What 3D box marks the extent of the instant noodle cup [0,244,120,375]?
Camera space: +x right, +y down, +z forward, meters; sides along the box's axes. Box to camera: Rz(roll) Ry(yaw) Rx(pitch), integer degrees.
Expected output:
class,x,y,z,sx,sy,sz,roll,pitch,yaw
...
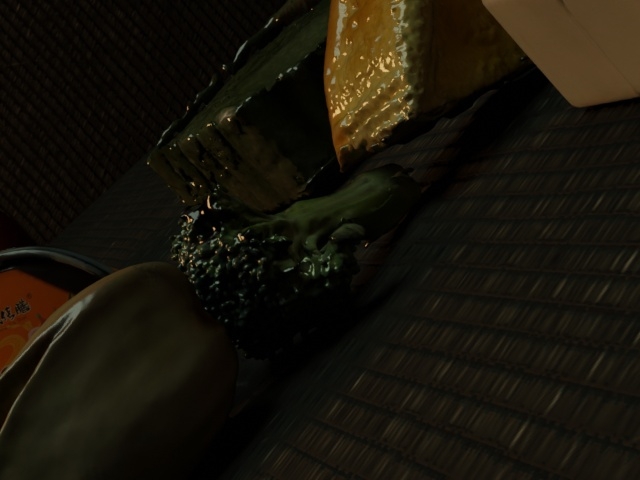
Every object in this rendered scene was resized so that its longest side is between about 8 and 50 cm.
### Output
class,x,y,z,sx,sy,sz,roll,pitch,yaw
instant noodle cup,-0.167,0.085,1.077,0.208,0.177,0.125,-8,5,13

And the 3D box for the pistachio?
class,x,y,z,sx,sy,sz,roll,pitch,yaw
pistachio,-0.135,0.106,0.922,0.130,0.131,0.206,14,56,47

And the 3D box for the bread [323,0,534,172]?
class,x,y,z,sx,sy,sz,roll,pitch,yaw
bread,0.092,-0.117,1.110,0.140,0.160,0.169,-32,48,55

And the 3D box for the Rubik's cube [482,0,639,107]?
class,x,y,z,sx,sy,sz,roll,pitch,yaw
Rubik's cube,0.197,-0.276,0.829,0.292,0.291,0.290,-44,10,-12

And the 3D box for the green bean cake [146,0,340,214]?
class,x,y,z,sx,sy,sz,roll,pitch,yaw
green bean cake,-0.019,-0.132,1.469,0.241,0.132,0.255,-48,14,-26

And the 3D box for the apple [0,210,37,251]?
class,x,y,z,sx,sy,sz,roll,pitch,yaw
apple,-0.439,0.078,1.738,0.288,0.288,0.317,-47,-2,-24

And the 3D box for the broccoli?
class,x,y,z,sx,sy,sz,roll,pitch,yaw
broccoli,-0.002,-0.001,1.020,0.204,0.118,0.122,-31,-30,-42
